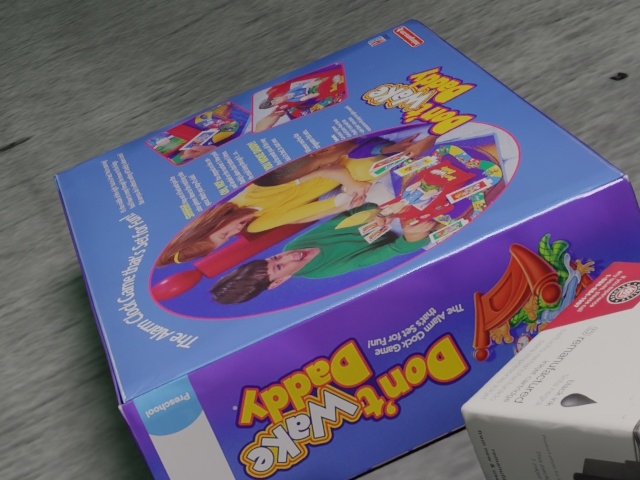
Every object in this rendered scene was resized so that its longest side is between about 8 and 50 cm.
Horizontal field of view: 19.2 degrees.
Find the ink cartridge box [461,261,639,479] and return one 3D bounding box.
[{"bbox_3d":[0.145,0.061,0.677,0.150,0.063,0.109,1,31,47],"label":"ink cartridge box"}]

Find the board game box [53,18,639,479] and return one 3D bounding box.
[{"bbox_3d":[0.000,0.000,0.947,0.233,0.078,0.347,-24,21,-4],"label":"board game box"}]
